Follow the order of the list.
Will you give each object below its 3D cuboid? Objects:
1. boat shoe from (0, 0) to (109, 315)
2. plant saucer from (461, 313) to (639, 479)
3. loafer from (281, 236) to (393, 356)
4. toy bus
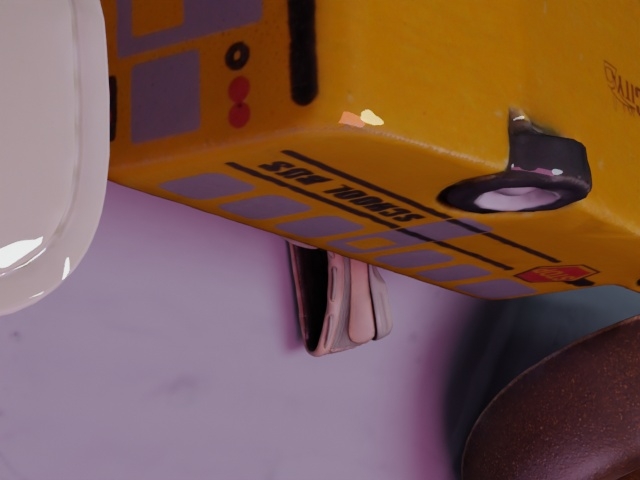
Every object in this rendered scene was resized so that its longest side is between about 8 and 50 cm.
[{"bbox_3d":[-0.111,-0.118,0.455,0.109,0.091,0.305,12,70,-29],"label":"boat shoe"},{"bbox_3d":[0.224,0.128,0.754,0.310,0.050,0.311,1,143,0],"label":"plant saucer"},{"bbox_3d":[0.000,0.000,0.671,0.039,0.045,0.125,-27,127,-15],"label":"loafer"},{"bbox_3d":[0.062,-0.046,0.593,0.332,0.130,0.108,18,65,-55],"label":"toy bus"}]
